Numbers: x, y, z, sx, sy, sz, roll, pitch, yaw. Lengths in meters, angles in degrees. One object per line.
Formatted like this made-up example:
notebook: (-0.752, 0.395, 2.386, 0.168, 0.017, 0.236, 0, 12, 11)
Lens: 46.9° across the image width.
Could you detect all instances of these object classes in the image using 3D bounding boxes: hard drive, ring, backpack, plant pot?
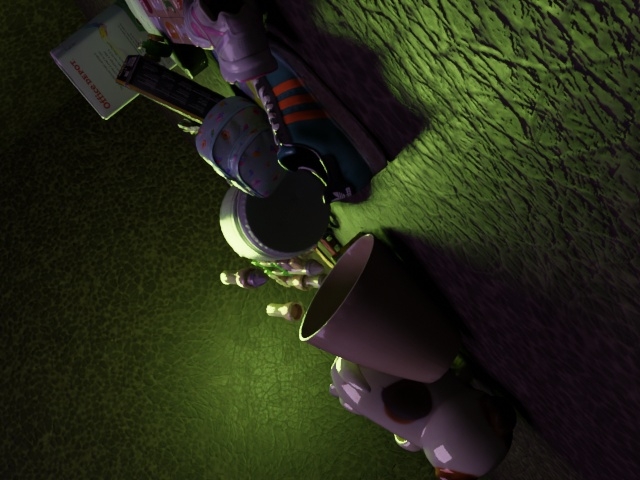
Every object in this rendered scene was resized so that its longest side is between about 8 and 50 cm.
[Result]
hard drive: (-0.366, -0.519, 1.634, 0.237, 0.064, 0.339, 48, 172, 7)
ring: (0.000, 0.000, 2.239, 0.336, 0.032, 0.336, 49, 172, 9)
backpack: (-0.141, -0.186, 1.454, 0.188, 0.166, 0.144, 35, -174, -36)
plant pot: (0.142, 0.165, 1.500, 0.274, 0.256, 0.256, 34, 175, -9)

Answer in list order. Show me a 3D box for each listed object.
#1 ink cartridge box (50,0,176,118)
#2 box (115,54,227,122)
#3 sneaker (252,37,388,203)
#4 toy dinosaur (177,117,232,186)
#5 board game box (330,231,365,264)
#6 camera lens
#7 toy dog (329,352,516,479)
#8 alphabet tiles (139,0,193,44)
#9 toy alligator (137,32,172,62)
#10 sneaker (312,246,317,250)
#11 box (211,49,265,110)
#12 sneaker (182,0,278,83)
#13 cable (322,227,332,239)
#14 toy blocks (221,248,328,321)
ink cartridge box: (-0.535, -0.490, 1.951, 0.117, 0.278, 0.201, 40, 168, 51)
box: (-0.289, -0.314, 1.663, 0.322, 0.079, 0.257, 24, -174, -24)
sneaker: (-0.040, -0.184, 1.120, 0.302, 0.121, 0.108, 48, 172, 18)
toy dinosaur: (-0.333, -0.310, 2.459, 0.313, 0.121, 0.160, 46, -174, -9)
board game box: (0.095, 0.065, 1.729, 0.043, 0.092, 0.181, 44, 171, 34)
camera lens: (-0.110, -0.063, 1.729, 0.219, 0.219, 0.274, 51, 165, -9)
toy dog: (0.245, 0.354, 1.665, 0.408, 0.284, 0.395, 36, 176, 19)
alphabet tiles: (-0.292, -0.478, 1.323, 0.342, 0.011, 0.285, 25, 150, 54)
toy alligator: (-0.367, -0.431, 1.654, 0.051, 0.056, 0.189, 7, -165, -27)
sneaker: (-0.029, 0.000, 2.123, 0.075, 0.057, 0.161, 35, 178, -24)
box: (-0.145, -0.321, 1.383, 0.178, 0.042, 0.109, 44, 171, 35)
sneaker: (-0.139, -0.335, 1.085, 0.252, 0.103, 0.111, 50, 157, 43)
cable: (-0.030, -0.087, 1.936, 0.184, 0.047, 0.150, 53, -179, 1)
toy blocks: (-0.088, 0.058, 2.250, 0.260, 0.309, 0.288, -1, 148, 44)
